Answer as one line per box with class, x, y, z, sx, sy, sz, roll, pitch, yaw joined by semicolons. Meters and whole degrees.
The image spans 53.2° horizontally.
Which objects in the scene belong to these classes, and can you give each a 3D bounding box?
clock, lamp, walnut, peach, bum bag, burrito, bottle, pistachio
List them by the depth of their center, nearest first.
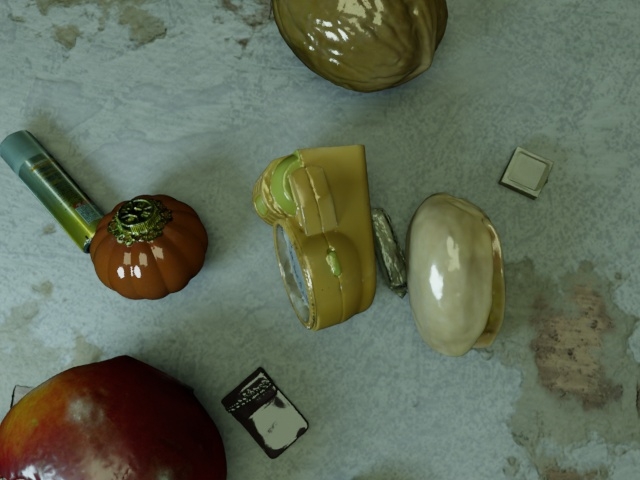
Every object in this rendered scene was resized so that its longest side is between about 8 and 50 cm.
peach;-0.351;0.372;1.130;0.406;0.335;0.310;31;68;11
clock;0.000;0.000;1.179;0.200;0.244;0.317;-13;87;-12
pistachio;0.244;0.060;1.183;0.187;0.187;0.299;-3;92;5
walnut;0.077;-0.427;1.185;0.332;0.333;0.333;0;85;5
lamp;-0.327;0.012;1.226;0.223;0.197;0.223;-2;49;3
burrito;0.136;0.023;1.256;0.058;0.045;0.188;-17;82;-13
bum bag;-0.108;0.343;1.262;0.109;0.026;0.159;-43;83;0
bottle;-0.541;-0.102;1.310;0.082;0.082;0.286;-43;83;1

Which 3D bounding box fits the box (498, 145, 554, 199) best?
box;0.404;-0.131;1.250;0.083;0.035;0.079;26;88;6
